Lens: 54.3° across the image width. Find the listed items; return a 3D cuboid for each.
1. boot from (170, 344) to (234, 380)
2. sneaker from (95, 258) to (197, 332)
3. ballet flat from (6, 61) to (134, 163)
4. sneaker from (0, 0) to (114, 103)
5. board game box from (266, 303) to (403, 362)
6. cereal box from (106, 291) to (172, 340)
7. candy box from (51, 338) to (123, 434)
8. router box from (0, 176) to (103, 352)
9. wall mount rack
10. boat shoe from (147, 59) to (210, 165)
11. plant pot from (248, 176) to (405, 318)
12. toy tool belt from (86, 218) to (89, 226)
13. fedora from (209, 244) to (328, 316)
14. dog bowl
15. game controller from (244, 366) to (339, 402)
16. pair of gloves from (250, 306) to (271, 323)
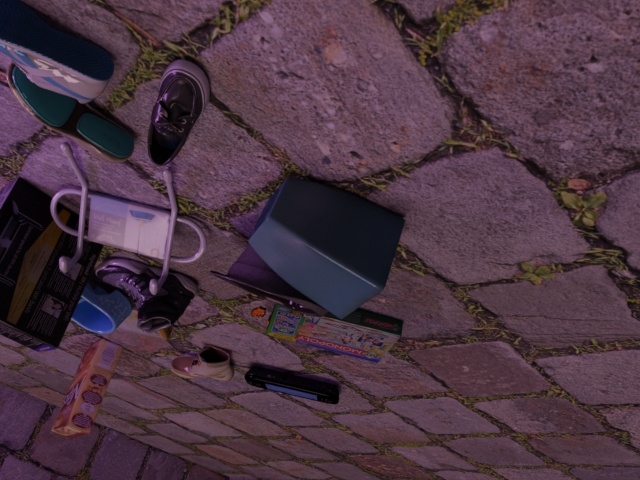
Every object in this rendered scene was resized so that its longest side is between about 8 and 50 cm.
[{"bbox_3d":[-0.393,0.396,2.039,0.213,0.077,0.165,8,149,2],"label":"boot"},{"bbox_3d":[-0.461,0.144,1.586,0.269,0.153,0.101,13,149,3],"label":"sneaker"},{"bbox_3d":[-0.437,-0.216,1.078,0.086,0.086,0.248,-11,142,36],"label":"ballet flat"},{"bbox_3d":[-0.438,-0.286,0.947,0.229,0.087,0.092,29,143,-21],"label":"sneaker"},{"bbox_3d":[0.029,0.226,1.606,0.318,0.046,0.213,14,149,-4],"label":"board game box"},{"bbox_3d":[-0.576,0.220,1.860,0.240,0.047,0.173,12,147,8],"label":"cereal box"},{"bbox_3d":[-0.813,0.517,2.178,0.088,0.316,0.183,31,145,-25],"label":"candy box"},{"bbox_3d":[-0.638,0.055,1.368,0.081,0.308,0.243,-18,136,37],"label":"router box"},{"bbox_3d":[-0.412,-0.052,1.291,0.350,0.130,0.304,14,116,-1],"label":"wall mount rack"},{"bbox_3d":[-0.243,-0.197,1.019,0.080,0.076,0.228,25,148,-16],"label":"boat shoe"},{"bbox_3d":[0.000,0.000,1.159,0.234,0.165,0.166,30,144,-11],"label":"plant pot"},{"bbox_3d":[-0.480,-0.032,1.410,0.083,0.051,0.052,23,115,-5],"label":"toy tool belt"},{"bbox_3d":[-0.084,0.063,1.294,0.244,0.124,0.275,13,167,37],"label":"fedora"},{"bbox_3d":[-0.663,0.152,1.712,0.166,0.074,0.297,-24,123,36],"label":"dog bowl"},{"bbox_3d":[-0.093,0.491,2.076,0.320,0.067,0.166,12,149,5],"label":"game controller"},{"bbox_3d":[-0.147,0.207,1.693,0.083,0.010,0.074,26,147,-19],"label":"pair of gloves"}]
